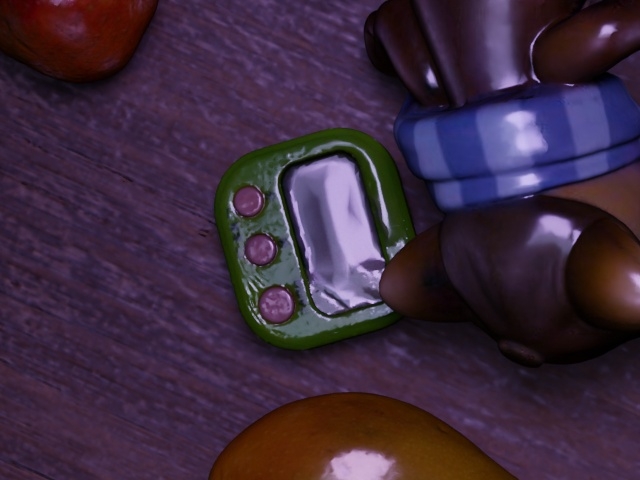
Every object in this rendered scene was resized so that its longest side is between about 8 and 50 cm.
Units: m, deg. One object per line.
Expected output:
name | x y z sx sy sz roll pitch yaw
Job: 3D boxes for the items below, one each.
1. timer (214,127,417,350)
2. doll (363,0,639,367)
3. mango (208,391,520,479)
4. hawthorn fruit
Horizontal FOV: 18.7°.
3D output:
timer | 0.000 0.000 1.301 0.128 0.047 0.140 -16 85 7
doll | 0.155 -0.093 1.228 0.318 0.209 0.339 -12 84 33
mango | 0.052 0.175 1.250 0.253 0.113 0.138 16 89 5
hawthorn fruit | -0.166 -0.172 1.297 0.125 0.140 0.125 8 62 -16
